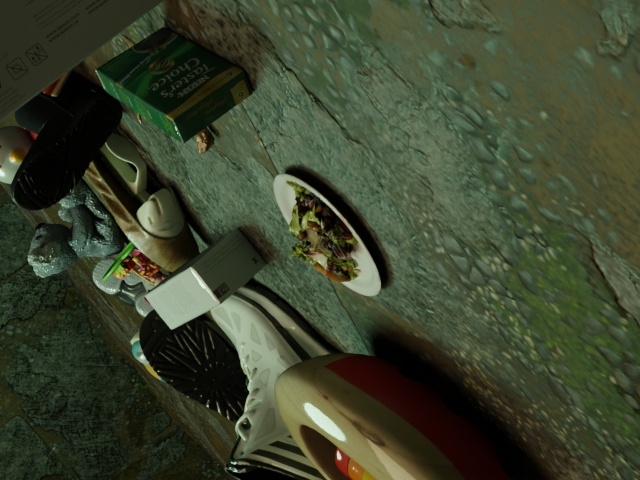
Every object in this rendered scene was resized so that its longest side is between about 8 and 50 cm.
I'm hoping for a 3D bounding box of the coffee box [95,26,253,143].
[{"bbox_3d":[-0.180,-0.194,1.256,0.184,0.113,0.040,36,155,41],"label":"coffee box"}]

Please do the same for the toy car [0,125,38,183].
[{"bbox_3d":[-0.567,-0.182,1.994,0.219,0.238,0.210,56,161,-21],"label":"toy car"}]

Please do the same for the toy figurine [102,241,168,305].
[{"bbox_3d":[-0.393,0.080,2.375,0.159,0.130,0.173,39,139,-11],"label":"toy figurine"}]

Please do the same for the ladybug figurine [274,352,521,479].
[{"bbox_3d":[0.122,0.304,1.446,0.449,0.162,0.305,36,155,34],"label":"ladybug figurine"}]

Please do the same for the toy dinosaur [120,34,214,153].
[{"bbox_3d":[-0.221,-0.212,1.428,0.112,0.064,0.211,-4,136,47],"label":"toy dinosaur"}]

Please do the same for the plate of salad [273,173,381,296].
[{"bbox_3d":[0.000,0.000,1.321,0.200,0.048,0.200,44,162,19],"label":"plate of salad"}]

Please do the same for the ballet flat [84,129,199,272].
[{"bbox_3d":[-0.330,-0.093,1.864,0.342,0.116,0.124,52,143,4],"label":"ballet flat"}]

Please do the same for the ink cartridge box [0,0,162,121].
[{"bbox_3d":[-0.368,-0.315,1.106,0.071,0.324,0.330,25,150,49],"label":"ink cartridge box"}]

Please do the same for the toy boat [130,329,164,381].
[{"bbox_3d":[-0.337,0.258,2.357,0.267,0.148,0.318,14,156,16],"label":"toy boat"}]

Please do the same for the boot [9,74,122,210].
[{"bbox_3d":[-0.474,-0.178,1.787,0.207,0.246,0.094,27,164,46],"label":"boot"}]

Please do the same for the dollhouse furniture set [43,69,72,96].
[{"bbox_3d":[-0.535,-0.323,1.664,0.135,0.262,0.259,39,-167,25],"label":"dollhouse furniture set"}]

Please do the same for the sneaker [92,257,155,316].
[{"bbox_3d":[-0.420,0.132,2.529,0.268,0.101,0.153,26,173,20],"label":"sneaker"}]

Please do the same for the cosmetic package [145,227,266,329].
[{"bbox_3d":[-0.198,0.068,1.746,0.085,0.117,0.231,51,147,-5],"label":"cosmetic package"}]

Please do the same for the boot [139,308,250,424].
[{"bbox_3d":[-0.211,0.242,2.026,0.348,0.131,0.260,43,180,-12],"label":"boot"}]

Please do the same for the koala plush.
[{"bbox_3d":[-0.614,0.002,2.508,0.203,0.221,0.196,50,162,-1],"label":"koala plush"}]

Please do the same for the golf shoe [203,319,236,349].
[{"bbox_3d":[-0.166,0.295,2.262,0.140,0.115,0.306,-28,100,48],"label":"golf shoe"}]

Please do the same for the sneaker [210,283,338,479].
[{"bbox_3d":[-0.106,0.254,1.744,0.447,0.257,0.169,35,157,39],"label":"sneaker"}]
